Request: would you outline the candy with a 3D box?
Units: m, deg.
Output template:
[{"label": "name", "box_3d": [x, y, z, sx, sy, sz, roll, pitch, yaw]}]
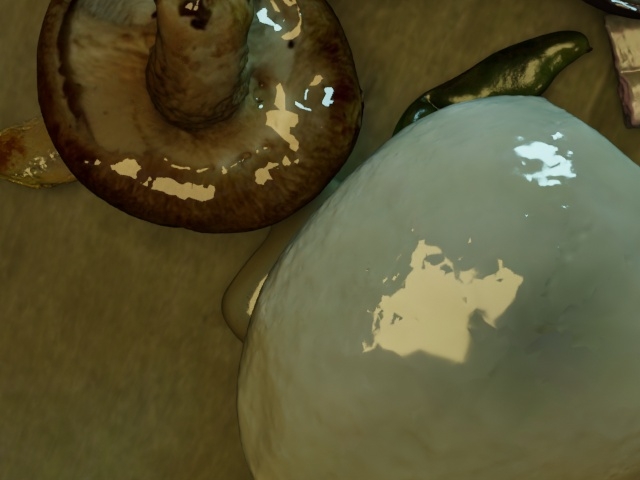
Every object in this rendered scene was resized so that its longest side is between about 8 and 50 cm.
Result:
[{"label": "candy", "box_3d": [0.134, 0.097, 1.149, 0.427, 0.186, 0.386, -35, 101, 2]}]

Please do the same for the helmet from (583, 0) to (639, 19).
[{"label": "helmet", "box_3d": [0.304, -0.321, 1.121, 0.271, 0.197, 0.338, 44, 88, -6]}]

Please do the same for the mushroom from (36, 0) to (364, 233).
[{"label": "mushroom", "box_3d": [-0.118, -0.136, 1.142, 0.267, 0.254, 0.267, -5, 80, 33]}]

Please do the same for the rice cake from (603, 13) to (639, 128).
[{"label": "rice cake", "box_3d": [0.396, -0.158, 1.192, 0.298, 0.050, 0.106, -6, 92, 7]}]

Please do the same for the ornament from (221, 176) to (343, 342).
[{"label": "ornament", "box_3d": [0.000, 0.000, 1.244, 0.245, 0.061, 0.230, 36, 95, 0]}]

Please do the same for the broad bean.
[{"label": "broad bean", "box_3d": [0.142, -0.130, 1.224, 0.195, 0.061, 0.046, -30, 127, -3]}]

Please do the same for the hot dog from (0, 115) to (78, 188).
[{"label": "hot dog", "box_3d": [-0.228, -0.085, 1.265, 0.169, 0.061, 0.078, -21, 55, 3]}]
